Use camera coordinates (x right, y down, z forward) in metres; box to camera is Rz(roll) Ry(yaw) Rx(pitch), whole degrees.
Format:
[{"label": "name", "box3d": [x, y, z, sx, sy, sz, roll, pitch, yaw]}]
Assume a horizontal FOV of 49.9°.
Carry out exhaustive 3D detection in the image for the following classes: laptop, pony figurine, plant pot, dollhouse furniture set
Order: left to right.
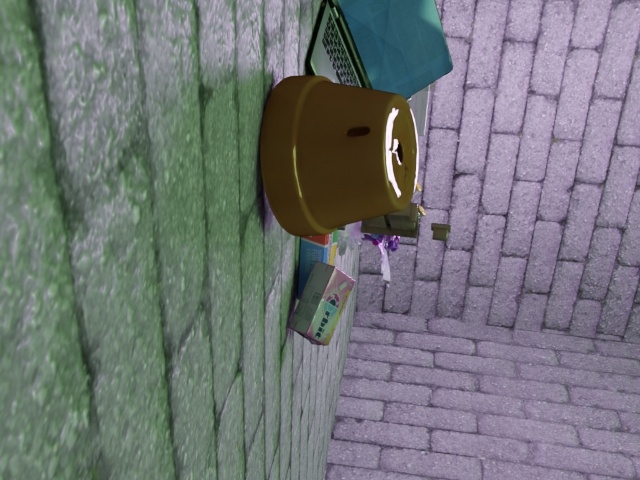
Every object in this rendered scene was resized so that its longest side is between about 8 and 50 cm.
[{"label": "plant pot", "box3d": [0.049, -0.153, 1.217, 0.291, 0.203, 0.291, 0, 90, -66]}, {"label": "dollhouse furniture set", "box3d": [0.122, -0.126, 1.519, 0.303, 0.355, 0.174, 54, 43, -77]}, {"label": "pony figurine", "box3d": [0.210, -0.050, 2.521, 0.363, 0.303, 0.351, -38, -155, 24]}, {"label": "laptop", "box3d": [0.168, -0.434, 1.714, 0.382, 0.236, 0.408, 60, 31, -43]}]

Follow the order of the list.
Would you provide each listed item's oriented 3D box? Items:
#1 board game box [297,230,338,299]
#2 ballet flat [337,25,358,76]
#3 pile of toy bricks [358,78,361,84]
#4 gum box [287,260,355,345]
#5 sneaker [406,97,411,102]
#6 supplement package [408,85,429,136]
[{"label": "board game box", "box3d": [0.000, 0.000, 1.852, 0.316, 0.064, 0.242, -63, 157, -73]}, {"label": "ballet flat", "box3d": [0.079, -0.505, 1.976, 0.124, 0.116, 0.342, -63, 171, -3]}, {"label": "pile of toy bricks", "box3d": [0.095, -0.408, 1.923, 0.105, 0.212, 0.118, 37, -50, 43]}, {"label": "gum box", "box3d": [0.003, 0.159, 1.678, 0.107, 0.062, 0.189, 37, 73, -51]}, {"label": "sneaker", "box3d": [0.126, -0.391, 2.034, 0.135, 0.276, 0.097, 57, 0, -1]}, {"label": "supplement package", "box3d": [0.236, -0.496, 2.440, 0.175, 0.292, 0.178, -74, 168, -53]}]
